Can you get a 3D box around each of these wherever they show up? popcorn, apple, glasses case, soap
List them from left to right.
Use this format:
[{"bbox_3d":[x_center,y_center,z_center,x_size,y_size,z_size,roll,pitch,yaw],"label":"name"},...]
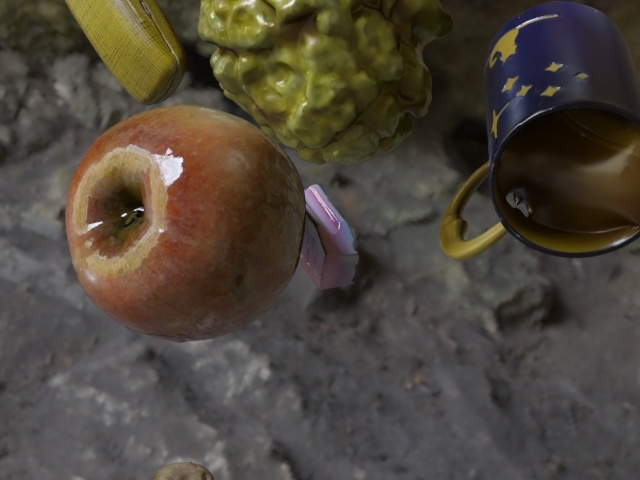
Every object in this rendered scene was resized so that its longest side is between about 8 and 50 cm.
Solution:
[{"bbox_3d":[-0.204,-0.235,1.392,0.064,0.079,0.234,-18,69,-41],"label":"glasses case"},{"bbox_3d":[-0.179,-0.019,2.007,0.305,0.338,0.338,18,18,-49],"label":"apple"},{"bbox_3d":[0.000,0.000,2.152,0.056,0.100,0.149,-12,45,-25],"label":"soap"},{"bbox_3d":[0.001,-0.213,1.477,0.257,0.224,0.270,19,57,-36],"label":"popcorn"}]

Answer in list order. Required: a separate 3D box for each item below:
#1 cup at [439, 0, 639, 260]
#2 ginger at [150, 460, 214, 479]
[{"bbox_3d":[0.218,-0.113,1.507,0.256,0.255,0.178,-87,156,-56],"label":"cup"},{"bbox_3d":[-0.169,0.334,1.616,0.080,0.104,0.204,20,51,-10],"label":"ginger"}]
